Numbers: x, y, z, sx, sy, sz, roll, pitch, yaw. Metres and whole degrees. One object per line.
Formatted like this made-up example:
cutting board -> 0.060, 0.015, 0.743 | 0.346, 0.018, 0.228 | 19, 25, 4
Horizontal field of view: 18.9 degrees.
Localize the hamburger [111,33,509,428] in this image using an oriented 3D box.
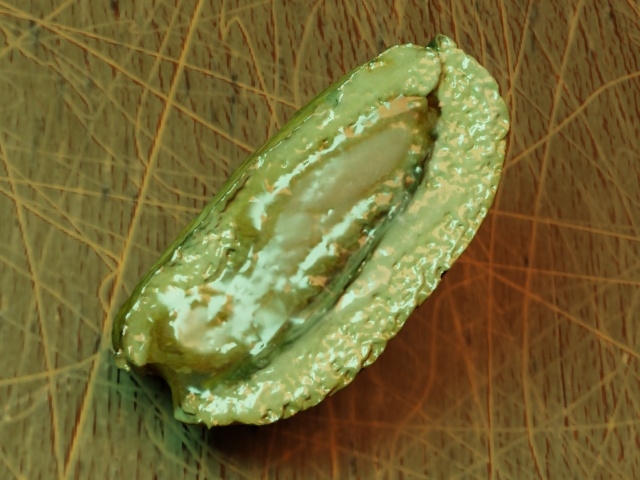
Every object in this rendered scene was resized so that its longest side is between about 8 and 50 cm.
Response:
hamburger -> -0.002, -0.001, 1.434 | 0.162, 0.209, 0.330 | 41, 87, -4
